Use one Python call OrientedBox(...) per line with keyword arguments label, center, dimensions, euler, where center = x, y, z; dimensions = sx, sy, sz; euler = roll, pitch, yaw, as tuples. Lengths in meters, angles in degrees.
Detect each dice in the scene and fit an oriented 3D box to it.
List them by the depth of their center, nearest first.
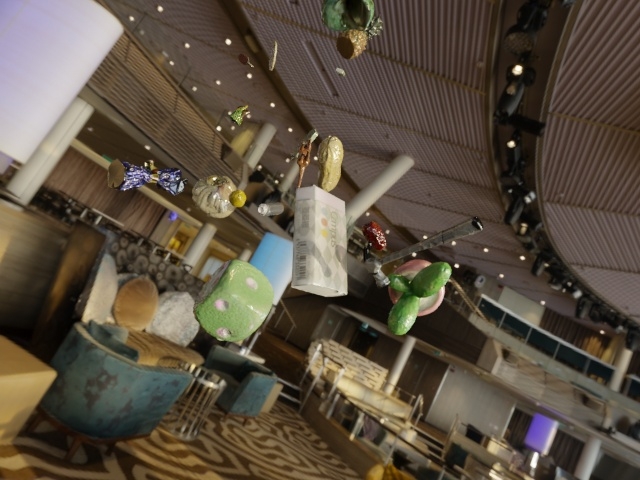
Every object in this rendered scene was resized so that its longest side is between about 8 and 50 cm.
OrientedBox(label="dice", center=(-0.462, 0.321, 2.208), dimensions=(0.318, 0.330, 0.322), euler=(40, 24, -18))

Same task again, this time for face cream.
OrientedBox(label="face cream", center=(-0.287, -0.180, 2.368), dimensions=(0.073, 0.073, 0.283), euler=(27, 11, 9))

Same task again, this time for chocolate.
OrientedBox(label="chocolate", center=(-0.687, -0.263, 1.713), dimensions=(0.126, 0.149, 0.343), euler=(13, 10, 36))

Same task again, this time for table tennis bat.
OrientedBox(label="table tennis bat", center=(-0.356, -0.855, 1.977), dimensions=(0.083, 0.007, 0.050), euler=(39, -39, -12))

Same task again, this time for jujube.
OrientedBox(label="jujube", center=(0.224, -0.017, 1.702), dimensions=(0.129, 0.077, 0.077), euler=(57, -16, -7))

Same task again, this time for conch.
OrientedBox(label="conch", center=(0.086, -0.763, 1.363), dimensions=(0.188, 0.122, 0.176), euler=(17, -1, 4))

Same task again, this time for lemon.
OrientedBox(label="lemon", center=(-0.311, -0.156, 1.553), dimensions=(0.065, 0.065, 0.092), euler=(30, -13, -9))

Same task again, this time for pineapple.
OrientedBox(label="pineapple", center=(0.180, -0.898, 1.815), dimensions=(0.128, 0.248, 0.128), euler=(35, -26, 20))

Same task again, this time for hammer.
OrientedBox(label="hammer", center=(0.294, 0.028, 1.238), dimensions=(0.426, 0.044, 0.152), euler=(-24, -85, 45))

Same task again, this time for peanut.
OrientedBox(label="peanut", center=(0.046, -0.401, 2.220), dimensions=(0.149, 0.149, 0.313), euler=(25, -46, 19))

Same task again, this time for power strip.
OrientedBox(label="power strip", center=(-0.096, -0.561, 2.432), dimensions=(0.029, 0.227, 0.080), euler=(40, 1, -31))

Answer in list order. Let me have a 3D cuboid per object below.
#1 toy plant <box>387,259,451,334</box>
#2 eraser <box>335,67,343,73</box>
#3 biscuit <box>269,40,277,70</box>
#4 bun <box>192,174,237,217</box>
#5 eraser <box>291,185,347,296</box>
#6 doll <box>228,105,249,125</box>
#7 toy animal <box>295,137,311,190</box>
OrientedBox(label="toy plant", center=(0.372, 0.169, 1.567), dimensions=(0.210, 0.317, 0.356), euler=(40, 18, 15))
OrientedBox(label="eraser", center=(0.101, -0.848, 2.085), dimensions=(0.038, 0.019, 0.083), euler=(23, 16, 3))
OrientedBox(label="biscuit", center=(-0.252, -0.982, 2.203), dimensions=(0.020, 0.152, 0.152), euler=(7, -5, -18))
OrientedBox(label="bun", center=(-0.604, -0.269, 2.401), dimensions=(0.281, 0.282, 0.205), euler=(28, -35, 1))
OrientedBox(label="eraser", center=(0.000, 0.001, 1.548), dimensions=(0.213, 0.397, 0.082), euler=(22, -32, -39))
OrientedBox(label="doll", center=(-0.430, -0.666, 2.162), dimensions=(0.078, 0.113, 0.076), euler=(41, 15, 29))
OrientedBox(label="toy animal", center=(-0.092, -0.381, 2.107), dimensions=(0.066, 0.224, 0.230), euler=(9, -27, -10))
